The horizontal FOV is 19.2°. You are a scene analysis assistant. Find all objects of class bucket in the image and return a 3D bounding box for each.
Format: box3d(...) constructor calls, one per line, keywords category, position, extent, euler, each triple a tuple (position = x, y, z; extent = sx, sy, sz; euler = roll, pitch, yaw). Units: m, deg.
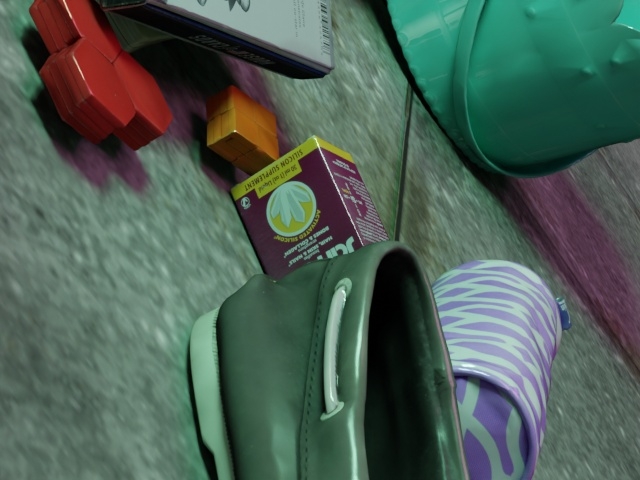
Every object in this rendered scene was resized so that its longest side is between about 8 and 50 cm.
box3d(category="bucket", position=(0.183, -0.189, 1.468), extent=(0.281, 0.183, 0.281), euler=(40, 39, -43))

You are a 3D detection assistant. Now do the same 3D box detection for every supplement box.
box3d(category="supplement box", position=(0.000, 0.000, 0.924), extent=(0.043, 0.055, 0.083), euler=(22, 39, -61))

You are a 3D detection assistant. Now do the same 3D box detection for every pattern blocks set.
box3d(category="pattern blocks set", position=(-0.107, -0.156, 0.933), extent=(0.285, 0.026, 0.325), euler=(61, 17, 7))

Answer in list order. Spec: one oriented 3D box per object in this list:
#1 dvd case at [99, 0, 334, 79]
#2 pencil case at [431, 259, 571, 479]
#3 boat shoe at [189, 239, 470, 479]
box3d(category="dvd case", position=(-0.050, -0.182, 0.924), extent=(0.238, 0.029, 0.179), euler=(9, 76, -71))
box3d(category="pencil case", position=(0.080, 0.075, 0.986), extent=(0.206, 0.086, 0.088), euler=(-51, 136, -71))
box3d(category="boat shoe", position=(0.026, 0.132, 0.695), extent=(0.112, 0.095, 0.335), euler=(42, 23, -44))
